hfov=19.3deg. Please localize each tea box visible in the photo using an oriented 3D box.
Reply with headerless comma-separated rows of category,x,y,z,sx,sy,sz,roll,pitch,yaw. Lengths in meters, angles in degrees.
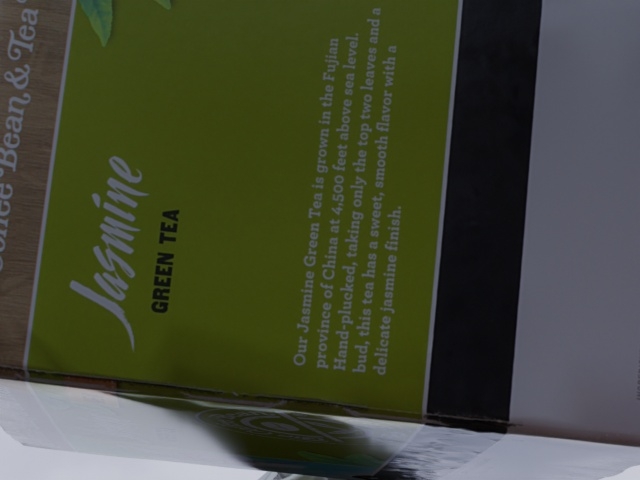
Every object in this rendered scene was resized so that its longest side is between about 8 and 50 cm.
tea box,0.000,0.000,0.952,0.324,0.220,0.329,7,-12,-1

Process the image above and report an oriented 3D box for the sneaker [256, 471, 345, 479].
sneaker,-0.045,0.199,1.108,0.292,0.110,0.118,-32,-9,-45
